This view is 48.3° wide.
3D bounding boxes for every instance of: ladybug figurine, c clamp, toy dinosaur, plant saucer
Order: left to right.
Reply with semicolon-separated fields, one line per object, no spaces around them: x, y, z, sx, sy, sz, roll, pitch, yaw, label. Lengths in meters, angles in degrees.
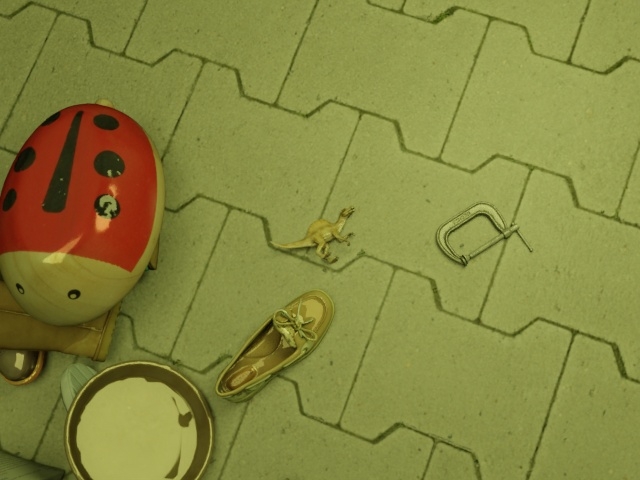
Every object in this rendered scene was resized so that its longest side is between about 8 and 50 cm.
-0.446;-0.073;1.300;0.305;0.162;0.449;1;68;3;ladybug figurine
-0.333;0.358;1.320;0.278;0.041;0.277;15;57;-23;plant saucer
0.000;0.000;1.432;0.183;0.053;0.092;-28;62;-8;toy dinosaur
0.317;-0.005;1.410;0.161;0.022;0.137;-27;78;-1;c clamp

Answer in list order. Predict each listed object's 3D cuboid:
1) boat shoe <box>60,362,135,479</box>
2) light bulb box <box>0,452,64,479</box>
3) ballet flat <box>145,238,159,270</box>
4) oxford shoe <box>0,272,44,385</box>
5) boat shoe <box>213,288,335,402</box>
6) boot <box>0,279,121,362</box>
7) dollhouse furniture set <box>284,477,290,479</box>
-0.421;0.379;1.359;0.094;0.109;0.302;-41;74;24;boat shoe
-0.723;0.558;1.290;0.361;0.225;0.357;13;80;7;light bulb box
-0.402;-0.096;1.462;0.124;0.116;0.342;-35;73;-22;ballet flat
-0.653;0.114;1.417;0.130;0.132;0.363;-22;78;0;oxford shoe
-0.084;0.205;1.370;0.104;0.089;0.285;43;85;12;boat shoe
-0.522;0.108;1.366;0.270;0.089;0.236;16;80;-23;boot
-0.088;0.605;1.268;0.262;0.135;0.259;-44;78;-4;dollhouse furniture set
